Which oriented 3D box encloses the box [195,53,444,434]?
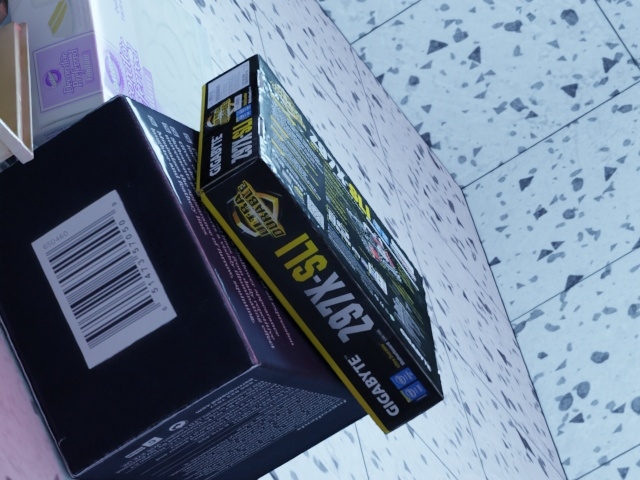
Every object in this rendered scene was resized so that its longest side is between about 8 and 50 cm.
[{"bbox_3d":[0.000,0.000,1.874,0.322,0.079,0.257,53,13,-24],"label":"box"}]

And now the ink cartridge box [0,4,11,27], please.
[{"bbox_3d":[-0.327,-0.239,2.111,0.208,0.087,0.153,34,27,-59],"label":"ink cartridge box"}]

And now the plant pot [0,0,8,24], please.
[{"bbox_3d":[-0.376,-0.244,1.924,0.109,0.096,0.109,51,15,-32],"label":"plant pot"}]

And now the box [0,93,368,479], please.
[{"bbox_3d":[-0.133,0.066,1.868,0.293,0.212,0.395,62,14,18],"label":"box"}]

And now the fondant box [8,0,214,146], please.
[{"bbox_3d":[-0.210,-0.172,2.028,0.330,0.096,0.238,37,38,-62],"label":"fondant box"}]

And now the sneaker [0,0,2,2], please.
[{"bbox_3d":[-0.353,-0.323,1.644,0.283,0.107,0.124,57,7,-6],"label":"sneaker"}]

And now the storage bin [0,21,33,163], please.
[{"bbox_3d":[-0.390,-0.201,1.718,0.262,0.123,0.260,49,17,-34],"label":"storage bin"}]
